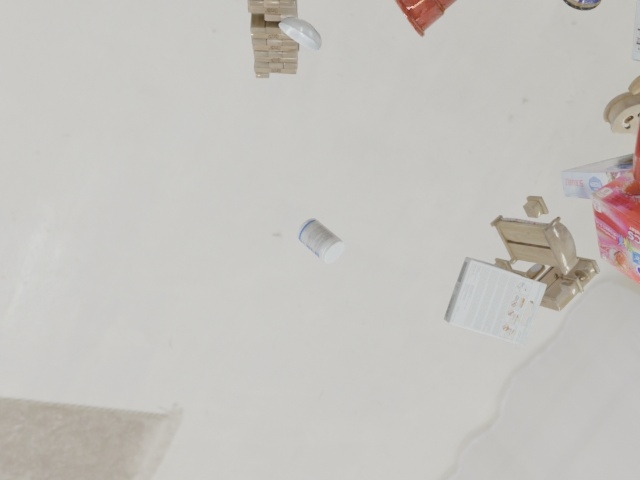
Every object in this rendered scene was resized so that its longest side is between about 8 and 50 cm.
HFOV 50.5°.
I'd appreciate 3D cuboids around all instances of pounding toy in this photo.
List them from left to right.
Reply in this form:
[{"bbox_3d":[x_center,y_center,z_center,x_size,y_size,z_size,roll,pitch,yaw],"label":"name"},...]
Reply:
[{"bbox_3d":[0.884,-0.320,1.856,0.154,0.155,0.269,-35,122,25],"label":"pounding toy"}]

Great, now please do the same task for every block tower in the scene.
[{"bbox_3d":[-0.088,-0.444,1.272,0.097,0.091,0.335,2,156,-1],"label":"block tower"}]

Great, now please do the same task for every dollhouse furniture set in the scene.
[{"bbox_3d":[0.572,-0.012,1.796,0.174,0.303,0.356,-39,113,-19],"label":"dollhouse furniture set"}]

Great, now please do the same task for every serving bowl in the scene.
[{"bbox_3d":[-0.031,-0.366,1.185,0.083,0.083,0.027,30,91,-36],"label":"serving bowl"}]

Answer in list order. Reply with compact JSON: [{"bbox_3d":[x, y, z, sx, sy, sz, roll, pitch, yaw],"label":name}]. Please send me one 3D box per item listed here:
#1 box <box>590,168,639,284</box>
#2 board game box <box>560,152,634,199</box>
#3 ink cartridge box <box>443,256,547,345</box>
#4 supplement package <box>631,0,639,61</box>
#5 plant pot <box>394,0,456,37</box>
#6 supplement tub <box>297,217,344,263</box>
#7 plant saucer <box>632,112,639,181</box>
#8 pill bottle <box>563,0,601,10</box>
[{"bbox_3d":[0.574,0.013,1.029,0.142,0.300,0.154,-30,126,-7],"label":"box"},{"bbox_3d":[0.707,-0.150,1.398,0.317,0.319,0.066,-14,96,1],"label":"board game box"},{"bbox_3d":[0.367,0.128,1.431,0.179,0.045,0.145,17,95,-11],"label":"ink cartridge box"},{"bbox_3d":[0.687,-0.440,1.156,0.199,0.198,0.263,-14,117,-14],"label":"supplement package"},{"bbox_3d":[0.252,-0.619,1.418,0.265,0.272,0.272,-32,131,20],"label":"plant pot"},{"bbox_3d":[0.000,0.000,1.672,0.071,0.107,0.071,-33,146,-26],"label":"supplement tub"},{"bbox_3d":[0.530,-0.207,0.890,0.047,0.258,0.259,7,91,-30],"label":"plant saucer"},{"bbox_3d":[0.750,-0.752,1.857,0.122,0.123,0.219,-19,154,-14],"label":"pill bottle"}]
